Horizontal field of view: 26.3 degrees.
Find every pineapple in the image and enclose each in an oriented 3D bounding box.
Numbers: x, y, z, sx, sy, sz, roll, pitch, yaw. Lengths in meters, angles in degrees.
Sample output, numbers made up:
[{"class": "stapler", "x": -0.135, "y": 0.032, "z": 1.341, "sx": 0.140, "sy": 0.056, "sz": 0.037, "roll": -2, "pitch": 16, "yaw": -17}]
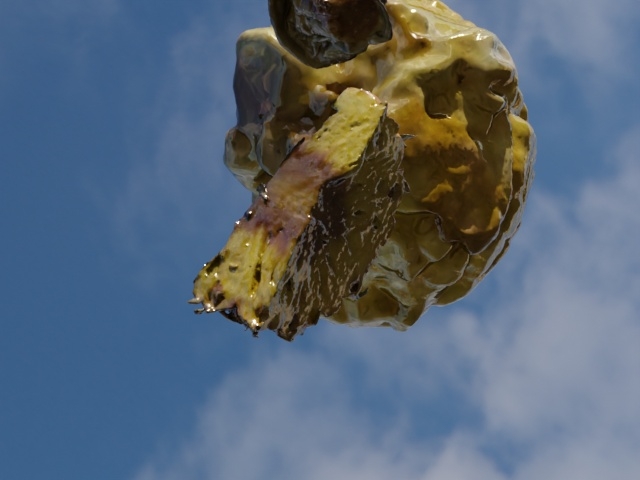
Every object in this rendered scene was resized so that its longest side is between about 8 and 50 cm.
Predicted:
[{"class": "pineapple", "x": -0.001, "y": -0.001, "z": 1.101, "sx": 0.233, "sy": 0.079, "sz": 0.135, "roll": -53, "pitch": -26, "yaw": -16}]

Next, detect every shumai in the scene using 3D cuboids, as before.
[{"class": "shumai", "x": 0.024, "y": -0.223, "z": 1.293, "sx": 0.146, "sy": 0.116, "sz": 0.145, "roll": -11, "pitch": -67, "yaw": -29}]

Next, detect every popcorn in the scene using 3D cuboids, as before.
[{"class": "popcorn", "x": 0.078, "y": -0.104, "z": 1.575, "sx": 0.354, "sy": 0.344, "sz": 0.390, "roll": -67, "pitch": -35, "yaw": -50}]
